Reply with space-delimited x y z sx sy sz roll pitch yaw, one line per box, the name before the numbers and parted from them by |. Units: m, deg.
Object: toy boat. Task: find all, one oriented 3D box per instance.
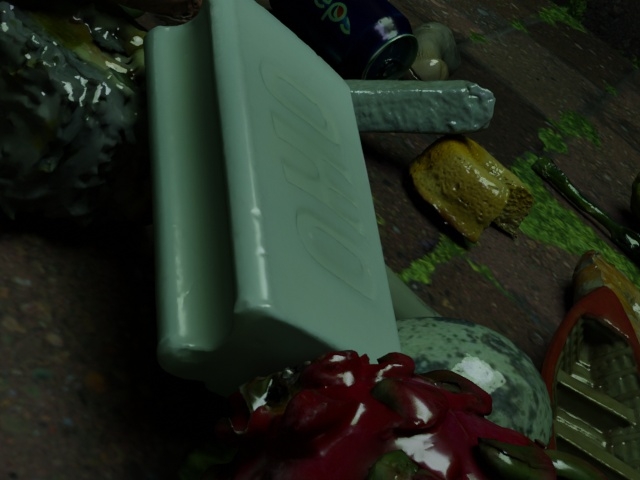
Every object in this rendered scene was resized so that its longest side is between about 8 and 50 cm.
toy boat | 0.242 0.159 0.921 0.136 0.079 0.392 32 27 -3

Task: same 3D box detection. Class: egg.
egg | 0.080 0.119 0.734 0.172 0.132 0.132 14 29 -5

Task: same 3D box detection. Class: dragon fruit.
dragon fruit | 0.065 0.167 0.583 0.272 0.218 0.198 18 63 -40

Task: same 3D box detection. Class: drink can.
drink can | 0.030 -0.292 1.363 0.205 0.118 0.118 48 29 24

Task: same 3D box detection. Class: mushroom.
mushroom | 0.156 -0.265 1.511 0.081 0.092 0.223 -6 18 14

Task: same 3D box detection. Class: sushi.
sushi | -0.215 -0.123 0.768 0.274 0.139 0.184 39 23 12

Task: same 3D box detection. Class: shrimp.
shrimp | 0.349 0.118 1.142 0.164 0.062 0.317 37 25 -11

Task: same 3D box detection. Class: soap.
soap | -0.033 -0.023 0.692 0.160 0.087 0.265 35 36 -44

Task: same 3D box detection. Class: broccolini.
broccolini | 0.411 -0.040 1.481 0.254 0.057 0.071 49 -14 18

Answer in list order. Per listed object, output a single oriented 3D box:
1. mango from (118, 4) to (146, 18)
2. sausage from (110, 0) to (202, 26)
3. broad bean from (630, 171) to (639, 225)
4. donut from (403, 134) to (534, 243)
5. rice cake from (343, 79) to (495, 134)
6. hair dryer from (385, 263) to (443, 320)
mango | -0.241 -0.308 1.093 0.130 0.092 0.195 4 45 -50
sausage | -0.151 -0.208 0.749 0.078 0.078 0.304 47 21 22
broad bean | 0.601 -0.016 1.593 0.291 0.119 0.238 33 26 -7
donut | 0.177 -0.069 1.223 0.146 0.078 0.181 48 26 20
rice cake | 0.099 -0.154 1.193 0.206 0.063 0.069 -2 14 -9
hair dryer | 0.023 0.023 0.915 0.219 0.088 0.225 41 11 -6
